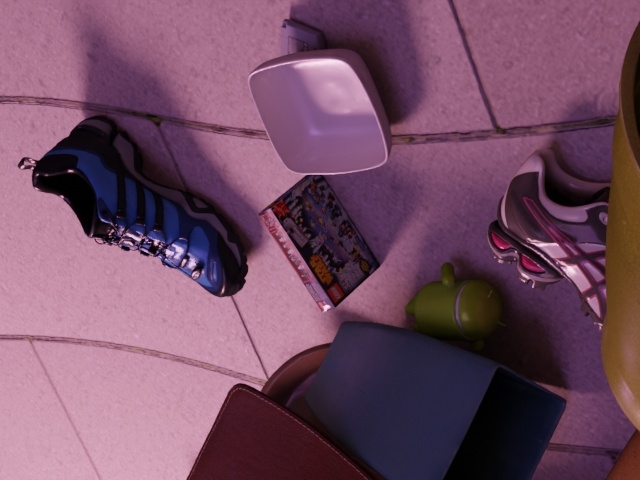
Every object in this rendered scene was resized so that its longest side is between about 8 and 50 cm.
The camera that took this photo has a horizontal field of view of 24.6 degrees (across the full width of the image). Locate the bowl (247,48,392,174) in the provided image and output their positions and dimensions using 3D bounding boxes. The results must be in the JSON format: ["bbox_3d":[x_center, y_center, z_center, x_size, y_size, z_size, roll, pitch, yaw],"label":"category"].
[{"bbox_3d":[0.007,-0.144,1.569,0.142,0.053,0.142,-3,125,33],"label":"bowl"}]

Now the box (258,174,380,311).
[{"bbox_3d":[0.000,0.000,1.673,0.027,0.094,0.137,-22,105,49],"label":"box"}]

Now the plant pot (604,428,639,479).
[{"bbox_3d":[0.383,0.252,1.450,0.237,0.237,0.254,22,118,28],"label":"plant pot"}]

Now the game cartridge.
[{"bbox_3d":[-0.018,-0.196,1.596,0.056,0.017,0.083,29,136,28],"label":"game cartridge"}]

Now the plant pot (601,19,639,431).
[{"bbox_3d":[0.378,0.016,1.181,0.366,0.366,0.353,35,150,17],"label":"plant pot"}]

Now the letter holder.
[{"bbox_3d":[0.009,0.310,1.659,0.302,0.152,0.214,35,109,32],"label":"letter holder"}]

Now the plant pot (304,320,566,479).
[{"bbox_3d":[0.112,0.189,1.635,0.234,0.165,0.166,24,176,41],"label":"plant pot"}]

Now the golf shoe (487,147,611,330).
[{"bbox_3d":[0.289,0.018,1.422,0.273,0.105,0.120,30,129,21],"label":"golf shoe"}]

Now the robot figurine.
[{"bbox_3d":[0.151,0.077,1.617,0.115,0.067,0.101,-5,118,44],"label":"robot figurine"}]

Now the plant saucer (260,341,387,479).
[{"bbox_3d":[0.039,0.260,1.788,0.278,0.041,0.277,0,90,23],"label":"plant saucer"}]

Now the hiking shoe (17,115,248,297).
[{"bbox_3d":[-0.229,-0.018,1.836,0.304,0.132,0.113,39,139,12],"label":"hiking shoe"}]
